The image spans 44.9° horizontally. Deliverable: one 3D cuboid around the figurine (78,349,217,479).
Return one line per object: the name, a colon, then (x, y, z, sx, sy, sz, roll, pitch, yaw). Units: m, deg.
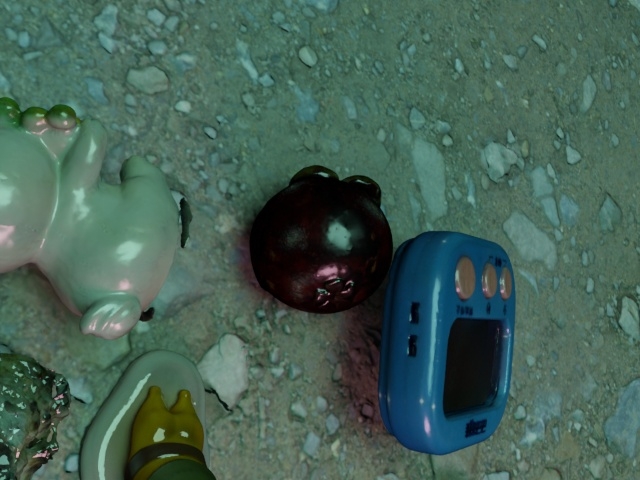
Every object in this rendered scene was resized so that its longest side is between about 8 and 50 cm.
figurine: (-0.174, 0.247, 0.894, 0.166, 0.141, 0.250, 14, 72, -33)

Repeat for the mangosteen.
mangosteen: (0.000, 0.000, 1.053, 0.209, 0.209, 0.210, 9, 75, -36)

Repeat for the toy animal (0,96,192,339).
toy animal: (-0.311, -0.007, 0.816, 0.309, 0.182, 0.247, 15, 71, -34)

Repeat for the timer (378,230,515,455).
timer: (0.193, 0.147, 1.146, 0.340, 0.115, 0.309, 10, 83, -58)

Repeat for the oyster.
oyster: (-0.374, 0.227, 0.766, 0.198, 0.112, 0.268, 37, 63, -25)
